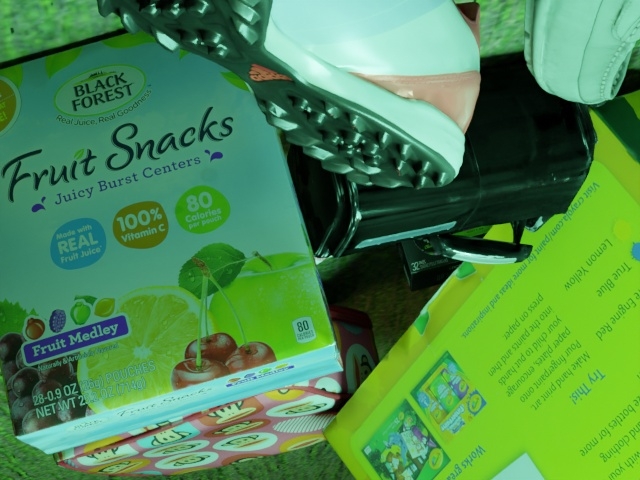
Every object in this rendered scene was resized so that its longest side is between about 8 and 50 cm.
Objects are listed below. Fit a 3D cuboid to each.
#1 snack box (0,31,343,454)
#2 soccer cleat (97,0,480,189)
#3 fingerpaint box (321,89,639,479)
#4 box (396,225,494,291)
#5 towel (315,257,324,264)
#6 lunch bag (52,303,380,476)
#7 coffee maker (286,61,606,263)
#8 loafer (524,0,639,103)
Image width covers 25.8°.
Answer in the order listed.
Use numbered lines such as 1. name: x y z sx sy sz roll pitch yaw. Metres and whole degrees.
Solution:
1. snack box: -0.098 -0.007 0.770 0.175 0.207 0.070 -17 161 0
2. soccer cleat: -0.021 -0.135 0.675 0.109 0.116 0.318 4 160 40
3. fingerpaint box: 0.251 0.157 1.104 0.163 0.371 0.445 -19 154 -42
4. box: 0.108 -0.002 1.181 0.083 0.062 0.052 -16 160 -2
5. towel: 0.000 0.000 1.117 0.197 0.029 0.144 -27 169 30
6. lunch bag: -0.108 0.142 1.306 0.293 0.120 0.258 -21 162 25
7. coffee maker: 0.078 -0.066 0.931 0.178 0.120 0.171 -10 137 -20
8. loafer: 0.166 -0.152 0.696 0.112 0.112 0.319 14 164 10
